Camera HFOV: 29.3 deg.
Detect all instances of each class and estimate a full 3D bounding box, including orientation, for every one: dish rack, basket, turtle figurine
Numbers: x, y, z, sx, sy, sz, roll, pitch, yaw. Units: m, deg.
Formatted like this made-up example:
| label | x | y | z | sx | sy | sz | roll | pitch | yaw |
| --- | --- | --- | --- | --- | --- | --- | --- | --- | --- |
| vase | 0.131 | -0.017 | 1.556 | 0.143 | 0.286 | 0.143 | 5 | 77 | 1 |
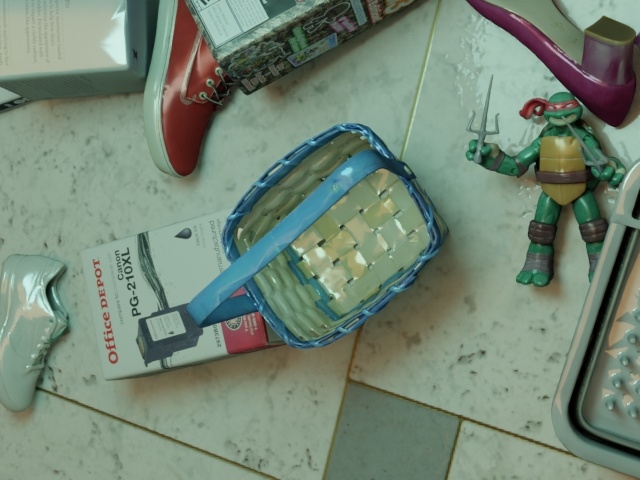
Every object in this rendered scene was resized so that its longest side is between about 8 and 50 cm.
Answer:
| label | x | y | z | sx | sy | sz | roll | pitch | yaw |
| --- | --- | --- | --- | --- | --- | --- | --- | --- | --- |
| dish rack | 0.407 | 0.091 | 1.240 | 0.285 | 0.072 | 0.333 | 17 | 97 | 8 |
| basket | 0.000 | 0.000 | 1.331 | 0.255 | 0.289 | 0.201 | -39 | 82 | 15 |
| turtle figurine | 0.258 | -0.070 | 1.311 | 0.175 | 0.118 | 0.234 | 3 | 108 | 42 |

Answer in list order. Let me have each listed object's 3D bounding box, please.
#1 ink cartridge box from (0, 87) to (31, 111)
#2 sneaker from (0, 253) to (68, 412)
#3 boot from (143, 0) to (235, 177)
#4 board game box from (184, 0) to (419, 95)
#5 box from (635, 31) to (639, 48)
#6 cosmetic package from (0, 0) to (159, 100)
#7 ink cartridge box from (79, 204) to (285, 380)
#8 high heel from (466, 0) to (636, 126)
| label | x | y | z | sx | sy | sz | roll | pitch | yaw |
| --- | --- | --- | --- | --- | --- | --- | --- | --- | --- |
| ink cartridge box | -0.427 | -0.287 | 1.663 | 0.208 | 0.045 | 0.206 | -15 | 84 | 20 |
| sneaker | -0.380 | 0.125 | 1.630 | 0.094 | 0.080 | 0.212 | 3 | 90 | 13 |
| boot | -0.118 | -0.195 | 1.503 | 0.176 | 0.088 | 0.244 | 5 | 88 | 23 |
| board game box | -0.024 | -0.345 | 1.387 | 0.291 | 0.141 | 0.232 | -28 | 78 | 5 |
| box | 0.492 | -0.243 | 1.235 | 0.201 | 0.057 | 0.293 | 47 | 108 | 18 |
| cosmetic package | -0.305 | -0.265 | 1.526 | 0.184 | 0.151 | 0.151 | -3 | 86 | 8 |
| ink cartridge box | -0.164 | 0.068 | 1.511 | 0.237 | 0.100 | 0.172 | -15 | 83 | 24 |
| high heel | 0.245 | -0.217 | 1.357 | 0.244 | 0.082 | 0.117 | 29 | 141 | 32 |
